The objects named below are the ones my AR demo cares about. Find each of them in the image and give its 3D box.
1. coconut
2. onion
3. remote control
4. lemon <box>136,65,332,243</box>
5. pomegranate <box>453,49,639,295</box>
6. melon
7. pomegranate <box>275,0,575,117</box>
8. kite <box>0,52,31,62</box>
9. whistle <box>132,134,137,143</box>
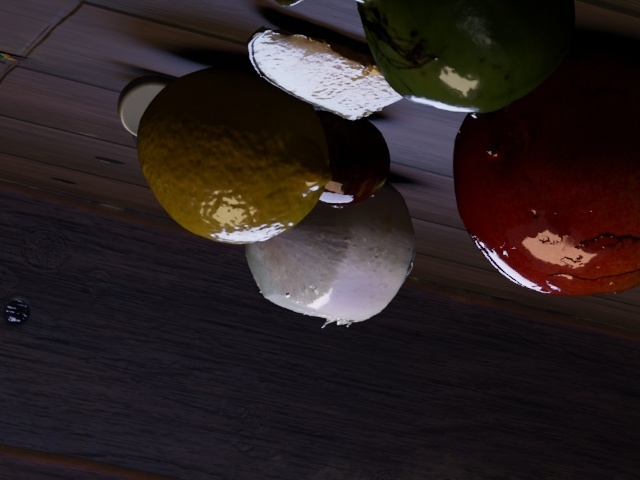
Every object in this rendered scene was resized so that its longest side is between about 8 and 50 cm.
[{"bbox_3d":[0.000,0.000,2.523,0.234,0.224,0.224,0,-176,-42],"label":"coconut"},{"bbox_3d":[0.020,-0.086,2.090,0.117,0.118,0.118,-10,180,-13],"label":"onion"},{"bbox_3d":[-0.112,-0.129,2.152,0.245,0.077,0.022,14,-150,-21],"label":"remote control"},{"bbox_3d":[-0.091,-0.090,1.949,0.244,0.187,0.187,14,177,38],"label":"lemon"},{"bbox_3d":[0.222,-0.057,1.548,0.235,0.210,0.210,-4,-178,-26],"label":"pomegranate"},{"bbox_3d":[-0.003,-0.160,1.722,0.182,0.054,0.098,15,168,-33],"label":"melon"},{"bbox_3d":[0.064,-0.157,1.207,0.191,0.131,0.152,24,173,-28],"label":"pomegranate"},{"bbox_3d":[-0.394,-0.220,2.187,0.122,0.004,0.090,14,174,-19],"label":"kite"},{"bbox_3d":[-0.161,-0.130,2.191,0.158,0.090,0.090,10,174,25],"label":"whistle"}]
